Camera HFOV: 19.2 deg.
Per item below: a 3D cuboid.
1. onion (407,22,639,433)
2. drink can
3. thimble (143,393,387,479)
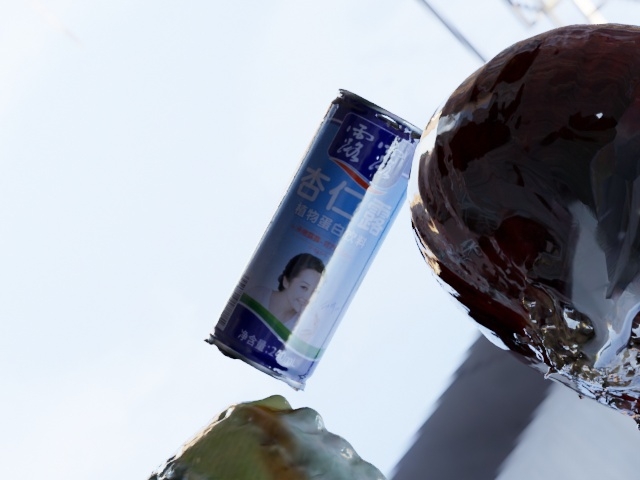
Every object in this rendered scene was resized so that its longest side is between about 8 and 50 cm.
[{"bbox_3d":[0.196,-0.031,1.112,0.273,0.273,0.285,-1,-129,44],"label":"onion"},{"bbox_3d":[0.000,0.000,1.548,0.097,0.097,0.235,28,-91,53],"label":"drink can"},{"bbox_3d":[-0.014,0.258,1.385,0.167,0.254,0.288,-39,-112,-19],"label":"thimble"}]
